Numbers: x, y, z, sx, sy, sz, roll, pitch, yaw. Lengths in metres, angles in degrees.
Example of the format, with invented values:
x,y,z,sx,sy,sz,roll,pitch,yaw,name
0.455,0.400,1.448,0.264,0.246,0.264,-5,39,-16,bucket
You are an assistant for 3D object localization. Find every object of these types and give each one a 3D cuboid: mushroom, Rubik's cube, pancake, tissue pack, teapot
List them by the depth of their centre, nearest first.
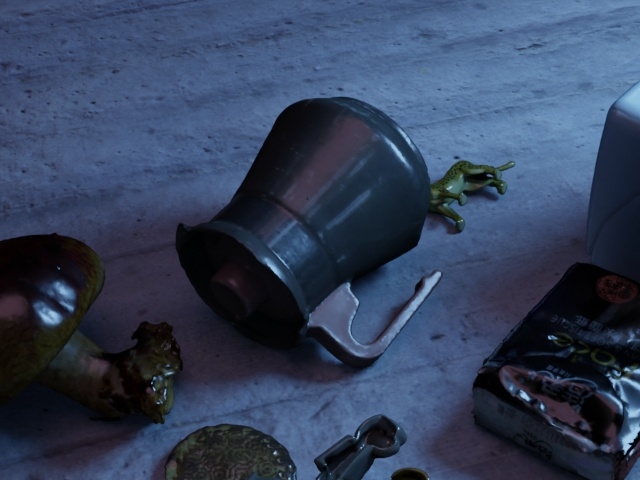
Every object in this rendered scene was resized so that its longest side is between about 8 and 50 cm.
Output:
x,y,z,sx,sy,sz,roll,pitch,yaw,name
-0.128,0.329,1.641,0.199,0.021,0.199,-2,41,2,pancake
0.395,0.179,1.698,0.245,0.123,0.332,23,48,31,tissue pack
-0.419,0.145,1.754,0.334,0.356,0.331,-34,38,23,mushroom
0.641,-0.078,1.800,0.351,0.352,0.347,-34,50,-27,Rubik's cube
0.000,0.000,1.847,0.376,0.305,0.362,42,63,5,teapot

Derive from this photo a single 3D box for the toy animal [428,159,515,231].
x,y,z,sx,sy,sz,roll,pitch,yaw,name
0.237,-0.102,2.074,0.181,0.073,0.136,-37,44,-28,toy animal

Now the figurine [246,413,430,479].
x,y,z,sx,sy,sz,roll,pitch,yaw,name
0.039,0.374,1.466,0.285,0.167,0.342,-5,70,8,figurine
